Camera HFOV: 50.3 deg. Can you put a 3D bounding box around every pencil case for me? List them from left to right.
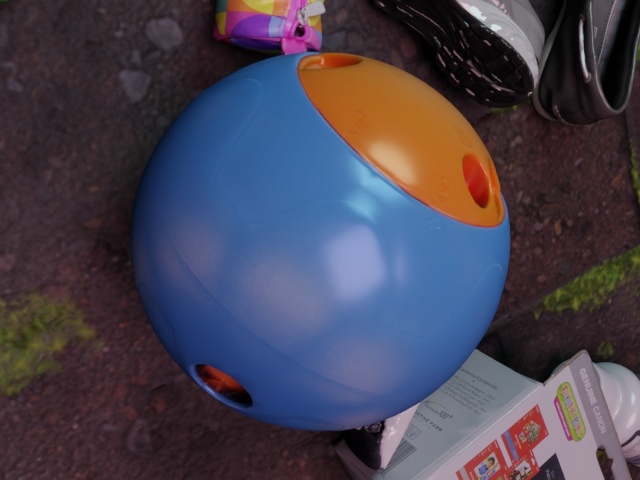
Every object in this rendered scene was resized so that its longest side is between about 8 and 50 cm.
[{"bbox_3d":[-0.026,-0.269,0.574,0.104,0.104,0.237,5,98,-25],"label":"pencil case"}]

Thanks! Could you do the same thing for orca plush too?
[{"bbox_3d":[0.081,0.077,0.695,0.102,0.151,0.287,27,92,5],"label":"orca plush"}]

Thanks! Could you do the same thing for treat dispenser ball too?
[{"bbox_3d":[0.000,0.000,0.535,0.288,0.288,0.288,-5,103,-23],"label":"treat dispenser ball"}]

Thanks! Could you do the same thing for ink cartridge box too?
[{"bbox_3d":[0.207,0.295,0.779,0.271,0.130,0.310,-31,112,-17],"label":"ink cartridge box"}]

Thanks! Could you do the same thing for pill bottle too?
[{"bbox_3d":[0.369,0.213,0.848,0.180,0.108,0.108,28,89,-26],"label":"pill bottle"}]

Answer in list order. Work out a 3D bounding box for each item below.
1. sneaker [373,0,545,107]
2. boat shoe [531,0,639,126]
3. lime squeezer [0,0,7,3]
[{"bbox_3d":[0.121,-0.254,0.657,0.271,0.100,0.108,45,57,-22],"label":"sneaker"},{"bbox_3d":[0.319,-0.287,0.727,0.112,0.095,0.335,8,97,-26],"label":"boat shoe"},{"bbox_3d":[-0.270,-0.245,0.504,0.109,0.059,0.311,10,98,7],"label":"lime squeezer"}]
